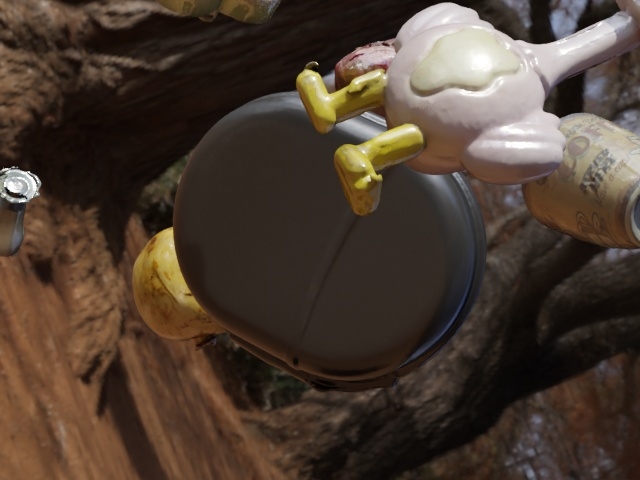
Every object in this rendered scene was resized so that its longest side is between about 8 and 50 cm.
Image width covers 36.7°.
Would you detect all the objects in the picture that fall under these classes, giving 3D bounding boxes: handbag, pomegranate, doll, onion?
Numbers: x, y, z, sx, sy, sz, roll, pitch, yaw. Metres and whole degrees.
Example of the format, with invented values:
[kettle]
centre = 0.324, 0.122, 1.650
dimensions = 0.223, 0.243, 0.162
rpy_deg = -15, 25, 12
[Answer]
[handbag]
centre = -0.001, 0.000, 0.889
dimensions = 0.308, 0.253, 0.093
rpy_deg = 27, 6, 20
[pomegranate]
centre = -0.202, 0.075, 1.588
dimensions = 0.215, 0.215, 0.215
rpy_deg = 160, -90, -86
[doll]
centre = 0.171, -0.128, 0.635
dimensions = 0.094, 0.365, 0.160
rpy_deg = 63, 2, -55
[onion]
centre = 0.121, -0.213, 1.343
dimensions = 0.098, 0.206, 0.151
rpy_deg = -15, -83, 44

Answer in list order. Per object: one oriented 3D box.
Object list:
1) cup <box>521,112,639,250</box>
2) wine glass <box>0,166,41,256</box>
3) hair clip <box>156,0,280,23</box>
[cup]
centre = 0.553, -0.091, 1.713
dimensions = 0.257, 0.301, 0.227
rpy_deg = -137, -141, -59
[wine glass]
centre = -0.488, -0.041, 1.511
dimensions = 0.155, 0.072, 0.072
rpy_deg = -54, -130, 46
[hair clip]
centre = -0.134, -0.237, 0.780
dimensions = 0.159, 0.218, 0.071
rpy_deg = -81, -168, -44
